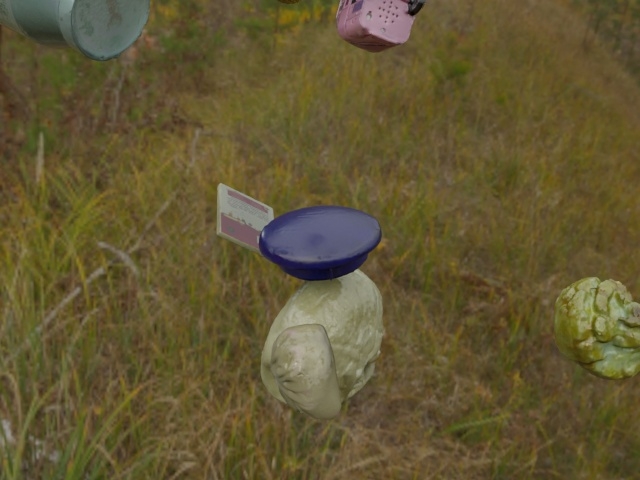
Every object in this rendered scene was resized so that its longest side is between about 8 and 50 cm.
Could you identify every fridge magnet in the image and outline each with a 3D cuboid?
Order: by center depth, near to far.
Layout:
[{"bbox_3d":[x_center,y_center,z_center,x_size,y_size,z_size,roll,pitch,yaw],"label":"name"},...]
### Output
[{"bbox_3d":[0.000,0.000,1.790,0.266,0.112,0.265,-5,27,3],"label":"fridge magnet"}]

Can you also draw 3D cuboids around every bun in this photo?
[{"bbox_3d":[-0.032,0.263,1.648,0.128,0.193,0.178,-12,-6,-5],"label":"bun"},{"bbox_3d":[0.024,0.234,1.933,0.227,0.352,0.349,26,-12,16],"label":"bun"}]

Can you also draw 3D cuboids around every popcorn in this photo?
[{"bbox_3d":[0.565,0.173,1.673,0.221,0.184,0.204,35,30,-37],"label":"popcorn"}]

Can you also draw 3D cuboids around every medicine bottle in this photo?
[{"bbox_3d":[-0.505,-0.497,1.649,0.290,0.244,0.245,29,34,28],"label":"medicine bottle"}]

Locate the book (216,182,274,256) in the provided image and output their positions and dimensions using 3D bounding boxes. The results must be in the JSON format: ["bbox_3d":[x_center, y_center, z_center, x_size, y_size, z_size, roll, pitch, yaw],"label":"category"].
[{"bbox_3d":[-0.185,-0.048,2.083,0.162,0.022,0.231,26,26,-22],"label":"book"}]

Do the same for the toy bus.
[{"bbox_3d":[0.071,-0.283,0.804,0.063,0.203,0.090,18,-4,-22],"label":"toy bus"}]

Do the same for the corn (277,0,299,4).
[{"bbox_3d":[-0.101,-0.541,1.704,0.085,0.063,0.165,24,0,42],"label":"corn"}]
